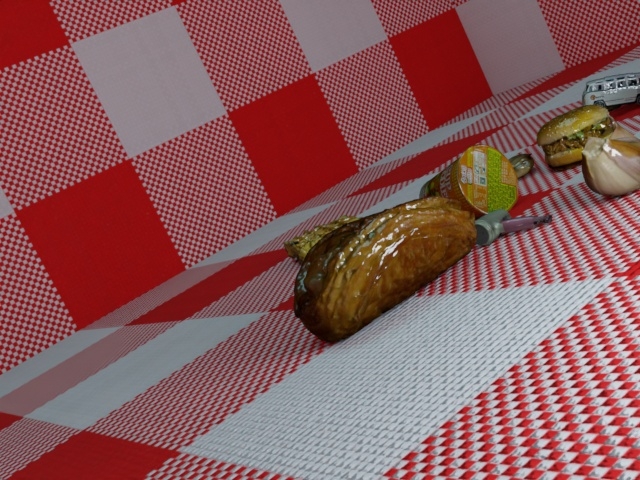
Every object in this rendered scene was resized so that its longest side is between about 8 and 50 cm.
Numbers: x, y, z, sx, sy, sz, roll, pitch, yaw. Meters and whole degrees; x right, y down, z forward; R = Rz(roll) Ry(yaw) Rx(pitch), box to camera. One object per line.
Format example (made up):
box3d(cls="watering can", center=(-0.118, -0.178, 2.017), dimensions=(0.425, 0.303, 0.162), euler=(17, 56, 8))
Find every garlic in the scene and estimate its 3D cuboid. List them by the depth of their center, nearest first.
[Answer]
box3d(cls="garlic", center=(0.541, -0.138, 1.588), dimensions=(0.206, 0.128, 0.115), euler=(-34, -32, -59))

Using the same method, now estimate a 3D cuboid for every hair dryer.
box3d(cls="hair dryer", center=(0.373, -0.031, 1.674), dimensions=(0.154, 0.054, 0.106), euler=(-3, 18, 44))

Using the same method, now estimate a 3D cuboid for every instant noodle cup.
box3d(cls="instant noodle cup", center=(0.320, -0.109, 1.947), dimensions=(0.168, 0.168, 0.185), euler=(-31, 3, -31))

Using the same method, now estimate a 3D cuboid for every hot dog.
box3d(cls="hot dog", center=(0.115, 0.028, 1.596), dimensions=(0.387, 0.174, 0.267), euler=(-32, 8, -28))

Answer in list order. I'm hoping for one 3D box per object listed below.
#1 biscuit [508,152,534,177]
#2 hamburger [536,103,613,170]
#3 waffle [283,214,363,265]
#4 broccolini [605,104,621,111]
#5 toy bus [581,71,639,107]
box3d(cls="biscuit", center=(0.401, -0.140, 2.204), dimensions=(0.299, 0.045, 0.154), euler=(-26, 10, 6))
box3d(cls="hamburger", center=(0.605, -0.250, 2.046), dimensions=(0.191, 0.118, 0.182), euler=(-24, 11, -19))
box3d(cls="waffle", center=(0.001, 0.001, 2.471), dimensions=(0.283, 0.065, 0.309), euler=(-17, 9, 34))
box3d(cls="broccolini", center=(0.778, -0.367, 2.477), dimensions=(0.239, 0.054, 0.051), euler=(-24, 23, 30))
box3d(cls="toy bus", center=(0.806, -0.405, 2.364), dimensions=(0.194, 0.089, 0.087), euler=(-7, 14, 16))
